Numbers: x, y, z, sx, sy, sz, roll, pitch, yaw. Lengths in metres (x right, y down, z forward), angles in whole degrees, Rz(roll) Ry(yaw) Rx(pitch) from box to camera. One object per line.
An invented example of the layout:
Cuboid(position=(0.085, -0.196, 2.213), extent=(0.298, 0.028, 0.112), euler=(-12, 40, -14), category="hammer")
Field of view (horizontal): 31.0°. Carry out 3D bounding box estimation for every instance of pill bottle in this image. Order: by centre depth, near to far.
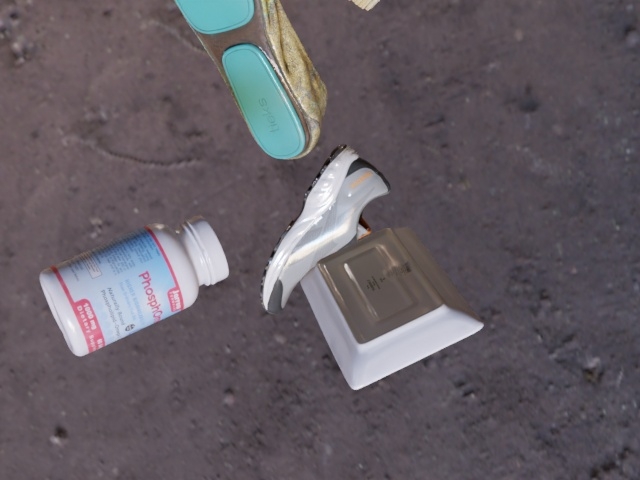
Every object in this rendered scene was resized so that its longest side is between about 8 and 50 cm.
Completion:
Cuboid(position=(-0.171, 0.037, 1.070), extent=(0.160, 0.087, 0.087), euler=(-25, 44, -16), category="pill bottle")

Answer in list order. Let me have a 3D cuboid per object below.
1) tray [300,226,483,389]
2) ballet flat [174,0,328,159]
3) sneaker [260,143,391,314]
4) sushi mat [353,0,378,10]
Cuboid(position=(0.063, 0.055, 1.216), extent=(0.145, 0.030, 0.270), euler=(-25, 25, -2), category="tray")
Cuboid(position=(-0.085, -0.258, 1.338), extent=(0.123, 0.348, 0.123), euler=(-20, 29, 12), category="ballet flat")
Cuboid(position=(0.000, 0.000, 1.631), extent=(0.271, 0.108, 0.100), euler=(-58, 3, 19), category="sneaker")
Cuboid(position=(0.076, -0.411, 1.467), extent=(0.316, 0.151, 0.019), euler=(-38, 26, 56), category="sushi mat")
